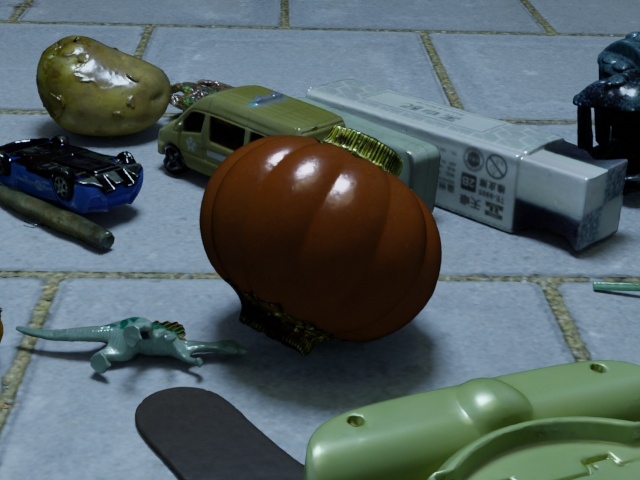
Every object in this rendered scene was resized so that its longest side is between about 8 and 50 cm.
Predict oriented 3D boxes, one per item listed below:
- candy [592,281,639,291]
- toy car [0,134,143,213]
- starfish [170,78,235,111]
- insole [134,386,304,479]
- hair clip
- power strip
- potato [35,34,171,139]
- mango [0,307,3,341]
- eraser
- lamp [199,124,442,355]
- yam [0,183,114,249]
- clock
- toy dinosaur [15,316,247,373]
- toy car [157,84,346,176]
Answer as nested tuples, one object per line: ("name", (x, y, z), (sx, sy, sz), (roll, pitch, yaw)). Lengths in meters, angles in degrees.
("candy", (0.368, 0.046, 1.087), (0.194, 0.062, 0.058), (0, 68, 17))
("toy car", (-0.296, -0.074, 1.262), (0.216, 0.063, 0.103), (15, 26, 39))
("starfish", (-0.161, -0.196, 1.569), (0.209, 0.053, 0.150), (17, 16, 37))
("insole", (-0.036, 0.185, 0.798), (0.111, 0.007, 0.328), (-16, 31, -35))
("hair clip", (0.439, -0.171, 1.392), (0.206, 0.194, 0.310), (5, 26, 21))
("power strip", (0.018, -0.106, 1.317), (0.053, 0.093, 0.288), (-19, 32, -41))
("potato", (-0.290, -0.197, 1.459), (0.176, 0.137, 0.137), (23, 25, -5))
("mango", (-0.317, 0.087, 0.919), (0.077, 0.063, 0.127), (17, 34, 19))
("eraser", (0.158, -0.100, 1.308), (0.404, 0.098, 0.096), (23, 32, 36))
("lamp", (0.000, 0.000, 0.973), (0.223, 0.196, 0.223), (26, -6, 3))
("yam", (-0.311, -0.031, 1.216), (0.234, 0.029, 0.027), (20, 4, 36))
("clock", (0.169, 0.208, 0.631), (0.286, 0.117, 0.348), (-8, 28, -24))
("toy dinosaur", (-0.163, 0.084, 0.973), (0.187, 0.044, 0.106), (2, 9, 30))
("toy car", (-0.085, -0.121, 1.303), (0.256, 0.124, 0.101), (25, 32, 37))
